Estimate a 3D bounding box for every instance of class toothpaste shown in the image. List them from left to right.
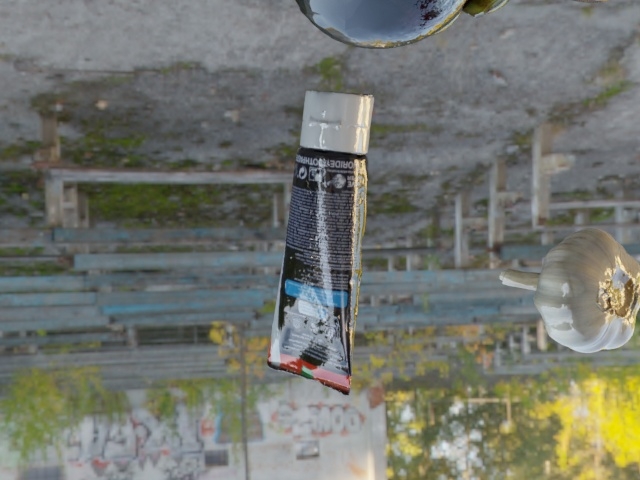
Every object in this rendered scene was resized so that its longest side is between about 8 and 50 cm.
[{"bbox_3d":[0.000,0.000,0.561,0.071,0.194,0.045,11,-170,36],"label":"toothpaste"}]

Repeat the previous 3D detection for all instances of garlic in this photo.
[{"bbox_3d":[0.386,0.083,1.381,0.199,0.199,0.226,2,180,-43],"label":"garlic"}]

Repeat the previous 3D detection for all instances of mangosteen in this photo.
[{"bbox_3d":[0.104,-0.409,1.188,0.330,0.330,0.330,-2,176,0],"label":"mangosteen"}]

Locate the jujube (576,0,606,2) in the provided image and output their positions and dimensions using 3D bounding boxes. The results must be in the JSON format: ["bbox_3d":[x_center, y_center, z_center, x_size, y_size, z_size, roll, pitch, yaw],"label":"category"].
[{"bbox_3d":[0.377,-0.397,1.029,0.255,0.190,0.190,-23,172,10],"label":"jujube"}]
